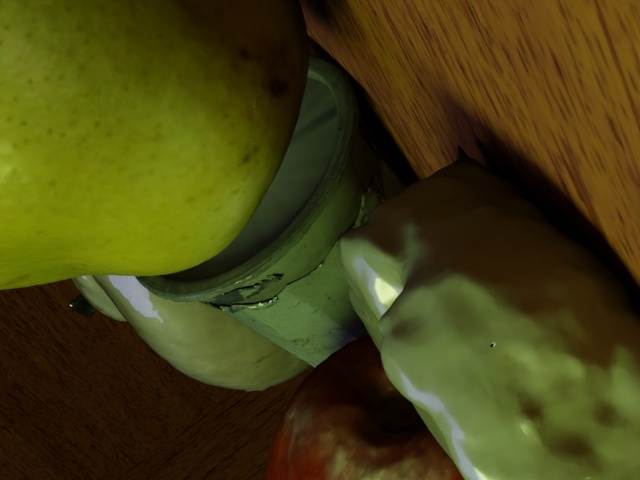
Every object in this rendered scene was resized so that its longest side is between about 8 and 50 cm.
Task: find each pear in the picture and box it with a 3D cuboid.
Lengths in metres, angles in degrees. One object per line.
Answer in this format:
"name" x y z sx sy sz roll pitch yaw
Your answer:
"pear" -0.205 -0.143 0.991 0.418 0.362 0.362 26 177 1

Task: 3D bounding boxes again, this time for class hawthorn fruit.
"hawthorn fruit" 0.095 0.186 1.150 0.284 0.284 0.284 53 178 3

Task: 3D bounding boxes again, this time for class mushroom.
"mushroom" -0.127 -0.025 1.478 0.362 0.294 0.362 54 -161 -29

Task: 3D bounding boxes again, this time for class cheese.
"cheese" 0.118 0.092 0.873 0.318 0.115 0.326 54 177 -38

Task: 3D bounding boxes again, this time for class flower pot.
"flower pot" 0.000 0.000 1.237 0.202 0.212 0.212 39 -174 -34
